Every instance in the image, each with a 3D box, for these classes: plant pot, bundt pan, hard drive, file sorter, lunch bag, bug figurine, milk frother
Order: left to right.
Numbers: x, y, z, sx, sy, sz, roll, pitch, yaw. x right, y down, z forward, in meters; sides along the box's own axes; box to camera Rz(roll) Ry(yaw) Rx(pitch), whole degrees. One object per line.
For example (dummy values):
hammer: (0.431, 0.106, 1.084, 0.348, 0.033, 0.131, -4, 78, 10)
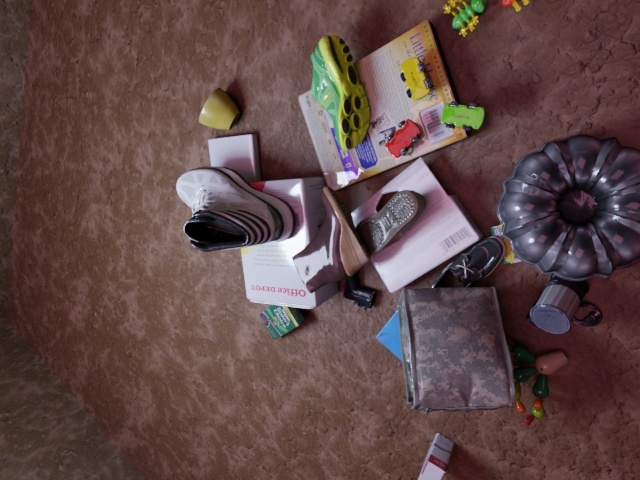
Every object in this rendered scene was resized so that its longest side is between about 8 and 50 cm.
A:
plant pot: (-0.329, -0.425, 1.389, 0.095, 0.134, 0.134, 32, 119, -8)
hard drive: (-0.295, -0.205, 1.458, 0.202, 0.040, 0.308, 2, 102, 31)
file sorter: (0.272, 0.278, 1.185, 0.170, 0.104, 0.118, 40, 118, 17)
lunch bag: (0.320, 0.269, 1.010, 0.235, 0.169, 0.287, -2, 62, 3)
bug figurine: (0.361, -0.618, 0.947, 0.216, 0.072, 0.279, -32, 89, 39)
milk frother: (0.572, 0.167, 0.959, 0.143, 0.134, 0.129, 34, 147, 23)
bundt pan: (0.551, -0.075, 0.882, 0.330, 0.124, 0.331, -1, 88, 24)

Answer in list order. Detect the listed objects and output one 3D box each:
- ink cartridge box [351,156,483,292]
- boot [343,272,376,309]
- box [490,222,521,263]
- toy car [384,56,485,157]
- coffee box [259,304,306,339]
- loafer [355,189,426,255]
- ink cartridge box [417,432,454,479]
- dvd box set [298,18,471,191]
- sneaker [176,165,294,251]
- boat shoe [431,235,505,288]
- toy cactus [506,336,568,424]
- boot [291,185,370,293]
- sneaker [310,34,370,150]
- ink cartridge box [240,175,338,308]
ink cartridge box: (0.247, -0.037, 1.151, 0.296, 0.066, 0.261, -38, 77, 31)
boot: (0.124, 0.149, 1.281, 0.099, 0.045, 0.121, 21, 118, 28)
box: (0.518, -0.009, 1.008, 0.179, 0.043, 0.105, -16, 93, 30)
toy car: (0.283, -0.306, 1.001, 0.224, 0.053, 0.239, 18, 111, 27)
coffee box: (-0.136, 0.267, 1.443, 0.184, 0.040, 0.113, -38, 81, 47)
loafer: (0.185, -0.039, 1.100, 0.268, 0.092, 0.102, -41, 67, 48)
ink cartridge box: (0.338, 0.650, 1.212, 0.056, 0.135, 0.099, 24, 113, 21)
dvd box set: (0.157, -0.344, 1.139, 0.420, 0.062, 0.308, -19, 90, 33)
sneaker: (-0.318, -0.103, 1.180, 0.447, 0.257, 0.169, 24, 112, 28)
boat shoe: (0.380, 0.079, 1.076, 0.084, 0.079, 0.233, 53, 129, 16)
toy cactus: (0.532, 0.334, 1.053, 0.180, 0.112, 0.219, -28, 70, 11)
boot: (0.000, 0.000, 1.137, 0.206, 0.090, 0.249, -28, 82, 20)
sneaker: (0.048, -0.388, 1.116, 0.123, 0.109, 0.296, -2, 104, 58)
ink cartridge box: (-0.107, -0.002, 1.318, 0.279, 0.160, 0.385, 2, 102, 32)
